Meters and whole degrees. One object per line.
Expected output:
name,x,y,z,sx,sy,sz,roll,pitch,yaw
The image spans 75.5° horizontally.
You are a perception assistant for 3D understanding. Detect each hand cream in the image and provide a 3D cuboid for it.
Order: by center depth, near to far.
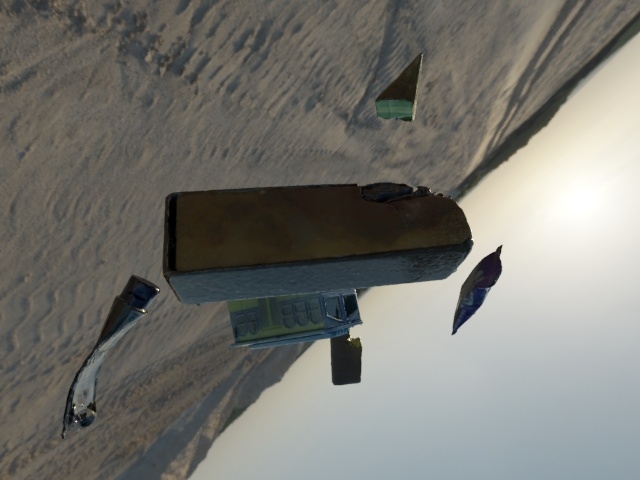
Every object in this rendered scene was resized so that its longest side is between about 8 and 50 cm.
hand cream,-0.221,0.116,0.432,0.163,0.039,0.062,-66,-173,-9

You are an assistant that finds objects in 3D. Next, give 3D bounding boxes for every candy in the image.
candy,0.423,0.142,1.130,0.145,0.070,0.275,-52,164,-41

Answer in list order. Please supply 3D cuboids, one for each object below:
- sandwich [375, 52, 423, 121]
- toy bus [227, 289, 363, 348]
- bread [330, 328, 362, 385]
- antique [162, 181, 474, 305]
sandwich,0.156,-0.304,0.814,0.074,0.074,0.116,57,43,-71
toy bus,-0.074,0.144,0.968,0.312,0.190,0.152,-17,169,35
bread,0.068,0.304,1.115,0.049,0.088,0.226,-93,-179,-54
antique,0.000,0.000,0.447,0.310,0.093,0.087,-4,152,-8
